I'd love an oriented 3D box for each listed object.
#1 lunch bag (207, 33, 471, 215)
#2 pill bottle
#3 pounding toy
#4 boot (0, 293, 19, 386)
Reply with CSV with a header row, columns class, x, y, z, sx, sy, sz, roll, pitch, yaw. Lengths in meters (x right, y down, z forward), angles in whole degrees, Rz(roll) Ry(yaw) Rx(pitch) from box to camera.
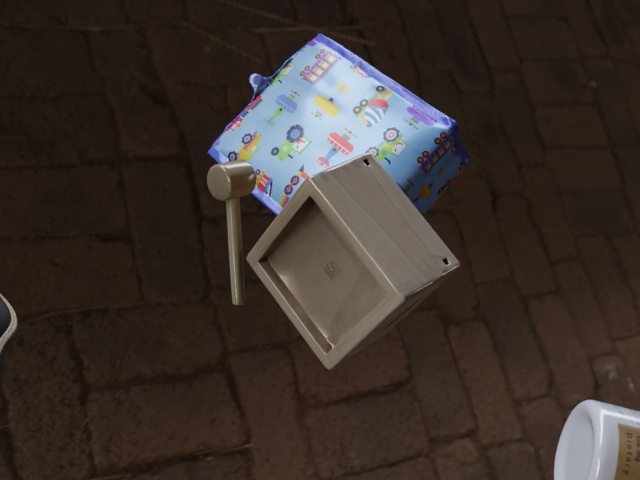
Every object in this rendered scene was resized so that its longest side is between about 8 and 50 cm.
class,x,y,z,sx,sy,sz,roll,pitch,yaw
lunch bag,0.005,-0.125,1.126,0.293,0.138,0.221,42,90,22
pill bottle,0.389,0.265,0.973,0.229,0.131,0.131,14,62,-2
pounding toy,-0.008,0.001,0.788,0.094,0.181,0.206,-26,73,-43
boot,-0.358,0.058,0.870,0.076,0.198,0.137,-20,121,-11
